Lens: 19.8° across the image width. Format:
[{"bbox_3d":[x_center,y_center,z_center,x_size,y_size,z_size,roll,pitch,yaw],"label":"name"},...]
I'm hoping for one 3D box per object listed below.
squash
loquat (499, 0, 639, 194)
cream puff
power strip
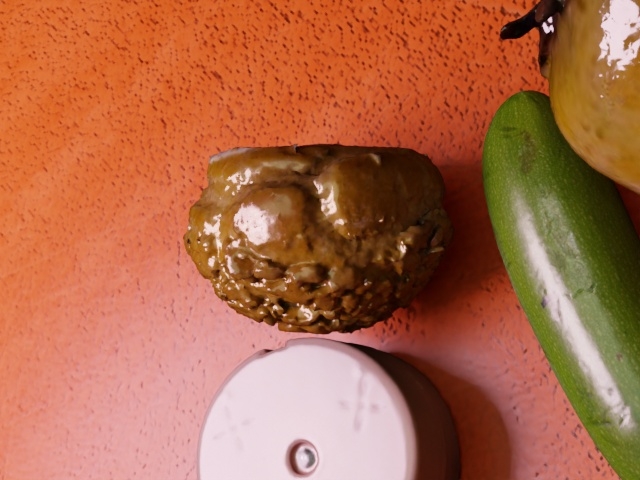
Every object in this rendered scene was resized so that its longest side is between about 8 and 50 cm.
[{"bbox_3d":[0.163,0.042,1.058,0.082,0.082,0.292,-30,69,19],"label":"squash"},{"bbox_3d":[0.208,-0.131,0.996,0.213,0.213,0.213,-5,78,26],"label":"loquat"},{"bbox_3d":[0.000,0.000,1.110,0.165,0.150,0.115,-5,86,26],"label":"cream puff"},{"bbox_3d":[0.006,0.138,1.122,0.154,0.078,0.154,-4,80,23],"label":"power strip"}]
